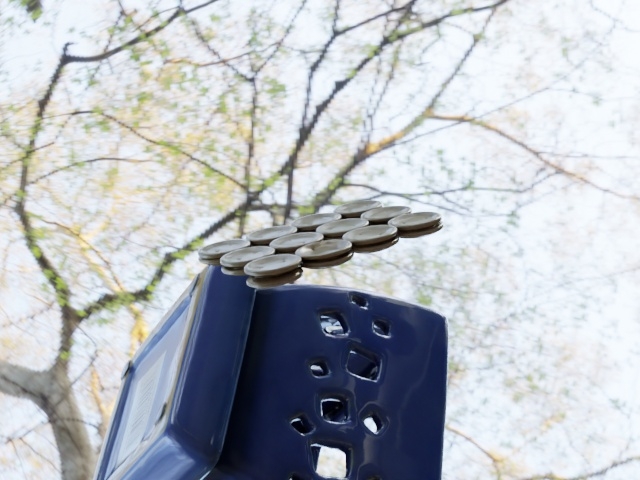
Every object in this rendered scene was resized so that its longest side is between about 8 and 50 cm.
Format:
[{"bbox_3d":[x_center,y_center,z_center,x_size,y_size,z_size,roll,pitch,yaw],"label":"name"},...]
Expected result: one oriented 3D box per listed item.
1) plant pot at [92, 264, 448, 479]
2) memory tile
[{"bbox_3d":[-0.049,0.162,0.933,0.212,0.236,0.236,27,-136,-18],"label":"plant pot"},{"bbox_3d":[0.000,0.000,0.788,0.148,0.113,0.012,-17,-75,-28],"label":"memory tile"}]
